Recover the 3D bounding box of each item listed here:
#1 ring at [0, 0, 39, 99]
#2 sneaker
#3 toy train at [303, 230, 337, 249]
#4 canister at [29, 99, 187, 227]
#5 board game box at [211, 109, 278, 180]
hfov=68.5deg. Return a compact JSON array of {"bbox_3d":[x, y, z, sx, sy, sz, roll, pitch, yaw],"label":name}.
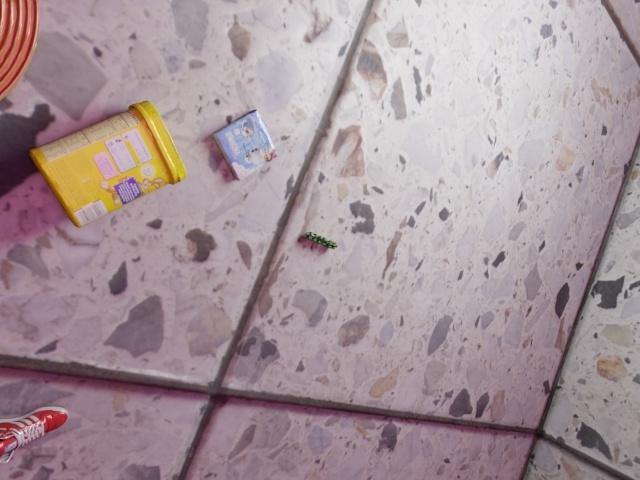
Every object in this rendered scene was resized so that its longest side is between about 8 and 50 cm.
[{"bbox_3d":[-0.499,-0.286,0.507,0.337,0.032,0.336,-8,104,-35],"label":"ring"},{"bbox_3d":[-0.420,0.275,0.666,0.118,0.067,0.042,-4,103,-36],"label":"sneaker"},{"bbox_3d":[0.000,0.000,0.945,0.083,0.024,0.017,23,78,-38],"label":"toy train"},{"bbox_3d":[-0.297,-0.109,0.669,0.170,0.073,0.126,-33,118,-25],"label":"canister"},{"bbox_3d":[-0.128,-0.165,0.815,0.090,0.020,0.090,-38,120,-23],"label":"board game box"}]
